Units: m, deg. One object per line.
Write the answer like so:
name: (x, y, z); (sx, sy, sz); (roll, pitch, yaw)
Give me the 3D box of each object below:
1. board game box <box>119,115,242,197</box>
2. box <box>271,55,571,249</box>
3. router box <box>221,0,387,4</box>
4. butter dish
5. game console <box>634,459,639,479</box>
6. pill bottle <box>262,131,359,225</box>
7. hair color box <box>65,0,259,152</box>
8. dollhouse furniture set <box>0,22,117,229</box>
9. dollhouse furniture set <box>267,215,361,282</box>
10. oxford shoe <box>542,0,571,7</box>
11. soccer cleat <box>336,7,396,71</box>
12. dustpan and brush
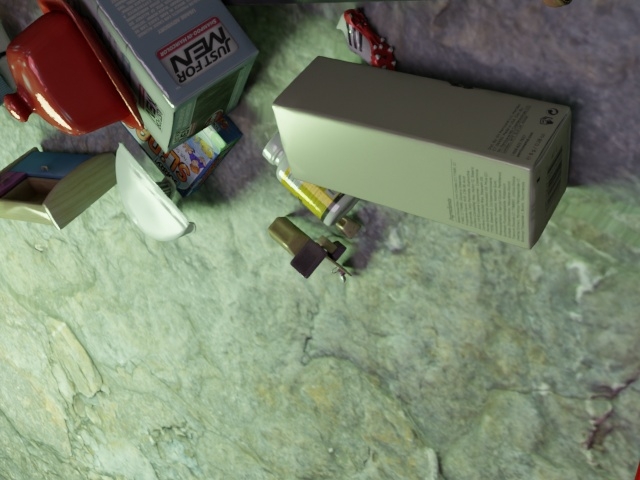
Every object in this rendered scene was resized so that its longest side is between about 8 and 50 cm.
board game box: (-0.206, -0.171, 0.993); (0.201, 0.035, 0.136); (49, 136, 2)
box: (0.095, -0.092, 0.745); (0.275, 0.094, 0.113); (20, 146, 28)
router box: (0.007, -0.334, 0.654); (0.309, 0.081, 0.242); (10, 136, 34)
butter dish: (-0.289, -0.172, 0.830); (0.160, 0.118, 0.160); (30, 154, 56)
game console: (0.499, 0.262, 0.701); (0.387, 0.060, 0.341); (18, 132, 30)
pill bottle: (-0.009, -0.077, 0.876); (0.116, 0.065, 0.065); (44, 135, 8)
hair color box: (-0.234, -0.295, 0.836); (0.374, 0.114, 0.185); (54, 164, -2)
dollhouse furniture set: (-0.475, -0.153, 1.042); (0.198, 0.286, 0.303); (6, 131, 36)
dollhouse furniture set: (0.000, 0.000, 0.958); (0.114, 0.091, 0.081); (40, -179, 43)
oxford shoe: (0.213, -0.327, 0.503); (0.130, 0.123, 0.348); (15, 126, 25)
soccer cleat: (0.047, -0.199, 0.781); (0.083, 0.029, 0.036); (54, 147, -1)
dustpan and brush: (-0.233, -0.042, 1.062); (0.147, 0.060, 0.211); (49, 144, 6)
